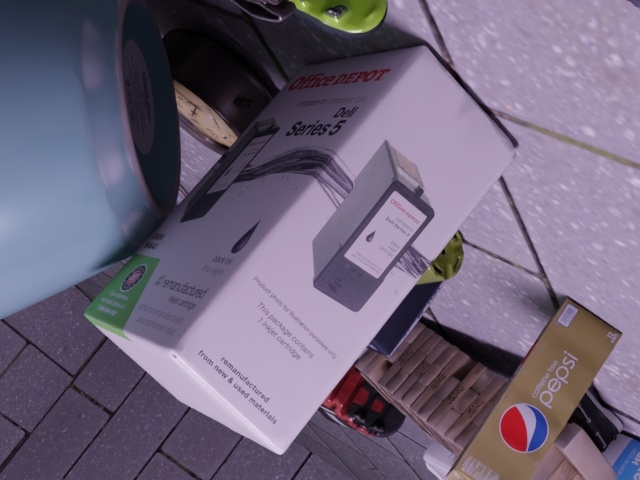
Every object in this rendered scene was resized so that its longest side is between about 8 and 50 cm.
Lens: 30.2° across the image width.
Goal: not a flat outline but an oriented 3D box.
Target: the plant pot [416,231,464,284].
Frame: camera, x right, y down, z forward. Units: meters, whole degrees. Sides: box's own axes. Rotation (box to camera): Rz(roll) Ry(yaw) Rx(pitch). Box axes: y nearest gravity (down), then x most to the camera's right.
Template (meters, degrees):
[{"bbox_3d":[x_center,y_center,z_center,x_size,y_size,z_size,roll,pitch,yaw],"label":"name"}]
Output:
[{"bbox_3d":[0.084,0.010,1.070,0.079,0.083,0.083,2,144,47],"label":"plant pot"}]

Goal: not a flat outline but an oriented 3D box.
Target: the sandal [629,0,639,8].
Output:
[{"bbox_3d":[0.210,-0.110,0.441,0.254,0.054,0.097,17,164,31],"label":"sandal"}]

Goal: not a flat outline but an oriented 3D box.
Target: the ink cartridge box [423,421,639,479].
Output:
[{"bbox_3d":[0.299,0.300,1.338,0.307,0.129,0.223,18,157,53],"label":"ink cartridge box"}]

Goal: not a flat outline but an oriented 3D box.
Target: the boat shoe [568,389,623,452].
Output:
[{"bbox_3d":[0.257,0.169,1.212,0.125,0.038,0.046,43,165,-21],"label":"boat shoe"}]

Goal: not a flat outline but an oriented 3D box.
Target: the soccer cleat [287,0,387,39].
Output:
[{"bbox_3d":[-0.021,-0.180,0.764,0.179,0.060,0.072,38,177,24],"label":"soccer cleat"}]

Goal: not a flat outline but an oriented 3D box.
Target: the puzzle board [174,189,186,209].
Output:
[{"bbox_3d":[-0.220,-0.071,1.673,0.096,0.011,0.128,25,162,42],"label":"puzzle board"}]

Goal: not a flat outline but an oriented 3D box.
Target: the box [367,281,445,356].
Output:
[{"bbox_3d":[0.000,0.000,1.161,0.153,0.108,0.207,18,155,52],"label":"box"}]

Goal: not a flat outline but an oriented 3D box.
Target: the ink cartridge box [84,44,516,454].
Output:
[{"bbox_3d":[-0.019,-0.003,0.860,0.115,0.273,0.198,46,163,-22],"label":"ink cartridge box"}]

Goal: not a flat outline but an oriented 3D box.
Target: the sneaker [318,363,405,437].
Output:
[{"bbox_3d":[0.003,0.209,1.835,0.276,0.098,0.135,36,164,-1],"label":"sneaker"}]

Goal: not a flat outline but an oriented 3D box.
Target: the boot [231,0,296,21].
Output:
[{"bbox_3d":[-0.124,-0.256,0.704,0.229,0.091,0.263,6,128,35],"label":"boot"}]

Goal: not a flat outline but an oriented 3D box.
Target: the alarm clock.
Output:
[{"bbox_3d":[-0.114,-0.142,1.077,0.192,0.064,0.129,29,164,24],"label":"alarm clock"}]

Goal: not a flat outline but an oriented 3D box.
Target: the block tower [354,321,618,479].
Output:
[{"bbox_3d":[0.164,0.189,1.294,0.091,0.097,0.335,48,170,-34],"label":"block tower"}]

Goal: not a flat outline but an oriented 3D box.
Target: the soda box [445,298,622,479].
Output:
[{"bbox_3d":[0.182,0.143,1.016,0.058,0.181,0.061,35,165,9],"label":"soda box"}]

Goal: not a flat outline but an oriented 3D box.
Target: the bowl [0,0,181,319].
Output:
[{"bbox_3d":[-0.208,-0.095,0.926,0.163,0.312,0.311,-6,156,7],"label":"bowl"}]
